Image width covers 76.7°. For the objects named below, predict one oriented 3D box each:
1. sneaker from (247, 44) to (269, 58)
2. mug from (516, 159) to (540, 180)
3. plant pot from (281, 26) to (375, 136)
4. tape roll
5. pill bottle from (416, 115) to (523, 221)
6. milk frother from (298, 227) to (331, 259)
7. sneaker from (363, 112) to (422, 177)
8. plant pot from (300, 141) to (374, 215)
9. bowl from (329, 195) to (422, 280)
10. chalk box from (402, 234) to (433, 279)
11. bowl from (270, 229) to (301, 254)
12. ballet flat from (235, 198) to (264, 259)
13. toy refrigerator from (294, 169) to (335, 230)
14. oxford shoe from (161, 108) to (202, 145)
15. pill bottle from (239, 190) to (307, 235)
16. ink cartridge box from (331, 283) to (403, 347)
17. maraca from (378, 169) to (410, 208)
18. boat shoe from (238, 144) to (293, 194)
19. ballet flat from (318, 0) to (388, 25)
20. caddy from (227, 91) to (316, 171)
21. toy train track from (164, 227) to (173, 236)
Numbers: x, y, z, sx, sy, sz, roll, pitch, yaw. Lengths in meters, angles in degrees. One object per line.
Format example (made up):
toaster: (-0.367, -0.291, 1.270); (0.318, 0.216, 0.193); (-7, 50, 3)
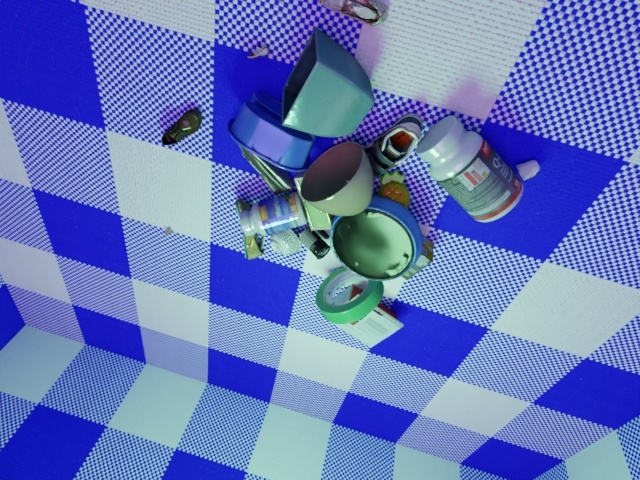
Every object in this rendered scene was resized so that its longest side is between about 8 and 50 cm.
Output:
sneaker: (-0.221, -0.664, 1.421); (0.083, 0.032, 0.037); (-8, 113, 16)
mug: (0.754, -0.259, 1.464); (0.064, 0.078, 0.062); (-28, 85, 24)
plant pot: (0.036, -0.494, 1.353); (0.252, 0.247, 0.248); (19, 134, -22)
tape roll: (0.133, 0.240, 1.878); (0.321, 0.321, 0.077); (-15, 122, 27)
pill bottle: (0.521, -0.249, 1.428); (0.363, 0.210, 0.210); (39, 129, -18)
milk frother: (0.000, 0.000, 1.875); (0.135, 0.143, 0.129); (46, 106, 23)
sneaker: (0.242, -0.327, 1.503); (0.126, 0.127, 0.321); (33, 132, -13)
plant pot: (0.092, -0.201, 1.525); (0.284, 0.284, 0.191); (-22, 132, 30)
bowl: (0.220, 0.005, 1.673); (0.391, 0.077, 0.391); (13, 127, 17)
chalk box: (0.380, 0.072, 1.795); (0.132, 0.132, 0.213); (34, 131, -14)
bowl: (-0.181, 0.012, 1.897); (0.170, 0.080, 0.170); (29, 144, 24)
ballet flat: (-0.324, -0.056, 1.917); (0.123, 0.123, 0.348); (7, 130, 11)
toy refrigerator: (-0.020, -0.174, 1.728); (0.102, 0.094, 0.269); (-3, 127, 19)
oxford shoe: (-0.568, -0.452, 1.655); (0.227, 0.096, 0.083); (-29, 114, 32)
pill bottle: (-0.205, -0.107, 1.748); (0.272, 0.152, 0.152); (-16, 125, 3)
ink cartridge box: (0.236, 0.379, 2.094); (0.309, 0.130, 0.272); (35, 128, -14)
maraca: (0.293, -0.190, 1.624); (0.127, 0.099, 0.185); (-6, 107, 13)
boat shoe: (-0.251, -0.317, 1.664); (0.095, 0.112, 0.335); (-28, 121, 28)
ballet flat: (0.094, -0.728, 1.240); (0.241, 0.077, 0.091); (19, 132, 1)
caddy: (-0.173, -0.386, 1.499); (0.341, 0.241, 0.179); (28, 127, -7)
toy train track: (-0.797, -0.045, 2.119); (0.048, 0.014, 0.083); (30, 137, -19)
